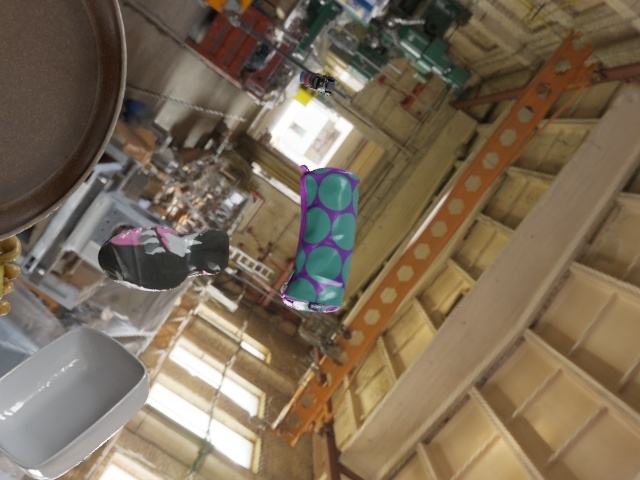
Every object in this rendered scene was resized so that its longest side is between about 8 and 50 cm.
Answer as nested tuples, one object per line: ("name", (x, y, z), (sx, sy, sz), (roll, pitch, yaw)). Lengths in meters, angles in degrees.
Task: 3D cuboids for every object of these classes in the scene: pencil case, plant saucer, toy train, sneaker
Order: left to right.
("plant saucer", (-0.310, -0.145, 0.479), (0.311, 0.310, 0.050), (-55, -172, -2))
("sneaker", (-0.185, 0.024, 0.691), (0.077, 0.072, 0.178), (-9, 174, 30))
("toy train", (-0.007, -0.229, 0.872), (0.158, 0.036, 0.027), (-117, -140, -70))
("pencil case", (0.000, 0.000, 0.641), (0.064, 0.070, 0.152), (170, -71, -68))

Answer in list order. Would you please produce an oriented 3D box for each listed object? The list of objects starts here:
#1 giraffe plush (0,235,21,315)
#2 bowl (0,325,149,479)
("giraffe plush", (-0.425, 0.047, 0.639), (0.210, 0.170, 0.181), (-84, -161, -54))
("bowl", (-0.248, 0.161, 0.593), (0.142, 0.142, 0.053), (-40, 135, -33))
